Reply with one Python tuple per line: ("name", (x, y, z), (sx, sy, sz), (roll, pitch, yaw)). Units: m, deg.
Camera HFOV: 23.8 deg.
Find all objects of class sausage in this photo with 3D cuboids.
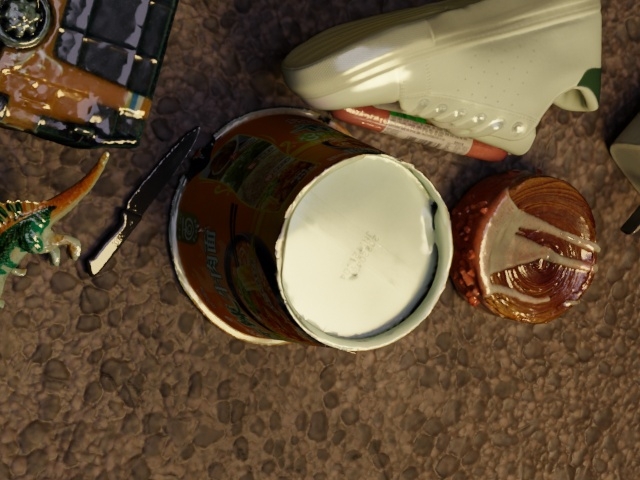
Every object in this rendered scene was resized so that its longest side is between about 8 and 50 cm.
("sausage", (0.099, -0.110, 1.489), (0.223, 0.029, 0.029), (13, 92, -28))

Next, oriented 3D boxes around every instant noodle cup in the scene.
("instant noodle cup", (0.000, 0.000, 1.371), (0.230, 0.182, 0.230), (-5, 101, -26))

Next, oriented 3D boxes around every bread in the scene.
("bread", (0.202, 0.004, 1.535), (0.160, 0.073, 0.160), (-6, 104, -26))

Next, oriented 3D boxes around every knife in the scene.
("knife", (-0.161, -0.038, 1.380), (0.023, 0.010, 0.170), (44, 76, -31))

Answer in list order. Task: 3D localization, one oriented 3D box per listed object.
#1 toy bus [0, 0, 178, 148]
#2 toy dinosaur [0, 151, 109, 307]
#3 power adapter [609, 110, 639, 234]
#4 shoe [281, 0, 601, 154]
("toy bus", (-0.203, -0.215, 1.262), (0.167, 0.138, 0.275), (17, 88, -30))
("toy dinosaur", (-0.258, -0.007, 1.288), (0.106, 0.044, 0.187), (6, 133, -30))
("power adapter", (0.415, -0.079, 1.601), (0.255, 0.124, 0.187), (-48, 114, -13))
("shoe", (0.129, -0.147, 1.443), (0.363, 0.132, 0.160), (-20, 104, -30))
